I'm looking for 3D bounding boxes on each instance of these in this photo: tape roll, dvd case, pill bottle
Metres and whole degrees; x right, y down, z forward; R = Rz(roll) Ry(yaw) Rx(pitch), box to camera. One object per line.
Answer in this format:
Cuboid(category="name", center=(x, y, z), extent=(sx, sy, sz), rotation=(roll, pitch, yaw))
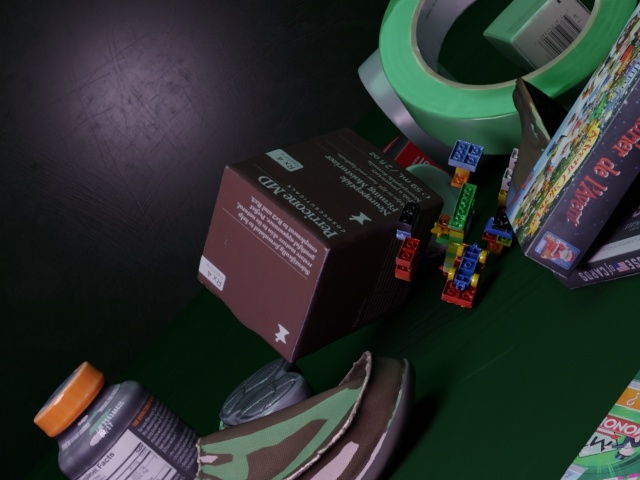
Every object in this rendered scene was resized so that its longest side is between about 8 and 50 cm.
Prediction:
Cuboid(category="tape roll", center=(0.153, -0.183, 1.626), extent=(0.072, 0.219, 0.219), rotation=(-45, 9, 17))
Cuboid(category="tape roll", center=(0.231, -0.256, 1.429), extent=(0.321, 0.077, 0.321), rotation=(-15, 53, 21))
Cuboid(category="dvd case", center=(0.306, -0.065, 0.985), extent=(0.239, 0.029, 0.179), rotation=(-50, 8, -20))
Cuboid(category="pill bottle", center=(0.090, -0.007, 1.497), extent=(0.186, 0.112, 0.112), rotation=(-39, 12, 47))
Cuboid(category="pill bottle", center=(-0.197, 0.244, 1.318), extent=(0.130, 0.245, 0.130), rotation=(-45, 9, 9))

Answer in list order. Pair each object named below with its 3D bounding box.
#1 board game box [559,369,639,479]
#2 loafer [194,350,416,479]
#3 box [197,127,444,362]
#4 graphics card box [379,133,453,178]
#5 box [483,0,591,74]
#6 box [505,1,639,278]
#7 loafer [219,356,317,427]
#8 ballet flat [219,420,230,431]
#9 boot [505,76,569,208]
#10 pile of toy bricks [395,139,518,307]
Cuboid(category="board game box", center=(0.242, 0.085, 0.563), extent=(0.213, 0.046, 0.317), rotation=(-50, 9, -14))
Cuboid(category="loafer", center=(-0.060, 0.228, 1.108), extent=(0.366, 0.130, 0.134), rotation=(-46, 9, 10))
Cuboid(category="box", center=(0.000, 0.000, 1.357), extent=(0.203, 0.168, 0.167), rotation=(-22, -38, -43))
Cuboid(category="graphics card box", center=(0.060, -0.041, 1.869), extent=(0.233, 0.094, 0.371), rotation=(-51, 8, -22))
Cuboid(category="box", center=(0.326, -0.308, 1.768), extent=(0.113, 0.094, 0.275), rotation=(-45, 8, 10))
Cuboid(category="box", center=(0.244, -0.094, 1.012), extent=(0.233, 0.044, 0.159), rotation=(-59, 4, 13))
Cuboid(category="loafer", center=(-0.043, 0.198, 1.318), extent=(0.109, 0.095, 0.302), rotation=(-38, 4, -7))
Cuboid(category="ballet flat", center=(-0.102, 0.227, 1.639), extent=(0.041, 0.041, 0.114), rotation=(-41, 12, 38))
Cuboid(category="boot", center=(0.217, -0.085, 1.226), extent=(0.106, 0.082, 0.219), rotation=(-52, 25, 22))
Cuboid(category="pile of toy bricks", center=(0.150, -0.005, 1.297), extent=(0.105, 0.118, 0.212), rotation=(90, -159, -53))
